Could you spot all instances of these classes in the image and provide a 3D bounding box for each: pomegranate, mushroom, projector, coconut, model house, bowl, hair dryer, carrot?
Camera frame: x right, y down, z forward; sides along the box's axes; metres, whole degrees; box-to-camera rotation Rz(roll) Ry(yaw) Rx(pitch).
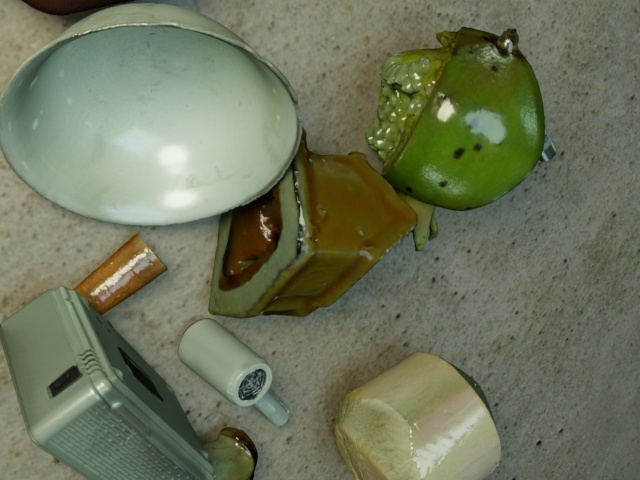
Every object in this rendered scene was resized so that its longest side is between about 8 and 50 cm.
[{"bbox_3d":[0.184,-0.139,0.971,0.260,0.260,0.341,-12,134,-31],"label":"pomegranate"},{"bbox_3d":[-0.238,0.357,0.923,0.333,0.087,0.107,-17,113,-26],"label":"mushroom"},{"bbox_3d":[-0.236,0.188,0.775,0.099,0.192,0.257,-37,135,-10],"label":"projector"},{"bbox_3d":[0.167,0.305,1.092,0.244,0.239,0.239,-30,118,-21],"label":"coconut"},{"bbox_3d":[-0.008,0.001,0.933,0.239,0.174,0.268,6,143,-40],"label":"model house"},{"bbox_3d":[-0.182,-0.160,0.750,0.313,0.146,0.313,-8,148,-5],"label":"bowl"},{"bbox_3d":[-0.099,0.216,0.961,0.073,0.131,0.236,-46,137,-17],"label":"hair dryer"},{"bbox_3d":[-0.289,0.076,0.829,0.209,0.061,0.061,-39,121,-14],"label":"carrot"}]

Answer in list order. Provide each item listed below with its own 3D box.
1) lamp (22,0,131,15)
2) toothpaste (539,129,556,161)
[{"bbox_3d":[-0.226,-0.329,0.676,0.258,0.180,0.180,-24,116,-25],"label":"lamp"},{"bbox_3d":[0.343,-0.229,1.167,0.062,0.039,0.239,-47,122,-5],"label":"toothpaste"}]
